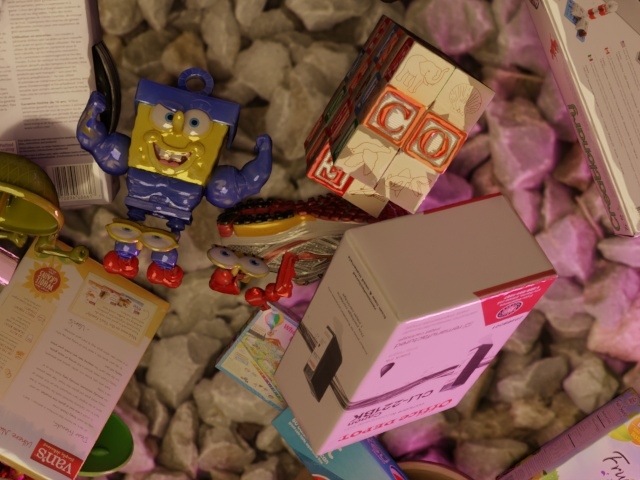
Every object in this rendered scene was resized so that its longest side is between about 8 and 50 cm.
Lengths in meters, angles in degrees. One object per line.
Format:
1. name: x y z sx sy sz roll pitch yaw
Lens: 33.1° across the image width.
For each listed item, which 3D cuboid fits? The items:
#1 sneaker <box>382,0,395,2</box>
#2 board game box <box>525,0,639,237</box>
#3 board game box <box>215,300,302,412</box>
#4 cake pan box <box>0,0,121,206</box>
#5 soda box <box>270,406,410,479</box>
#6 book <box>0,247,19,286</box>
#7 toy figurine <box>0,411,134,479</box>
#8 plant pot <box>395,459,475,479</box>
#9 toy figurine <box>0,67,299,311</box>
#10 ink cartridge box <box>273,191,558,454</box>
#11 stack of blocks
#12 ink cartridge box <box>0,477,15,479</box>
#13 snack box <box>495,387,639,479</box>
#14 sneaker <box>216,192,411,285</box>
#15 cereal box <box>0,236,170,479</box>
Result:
1. sneaker: 0.180 -0.307 1.117 0.267 0.101 0.106 -29 107 7
2. board game box: 0.338 -0.180 1.092 0.193 0.053 0.305 -23 96 -7
3. board game box: -0.033 0.151 1.283 0.154 0.026 0.103 37 103 -11
4. cake pan box: -0.354 -0.155 1.168 0.266 0.070 0.246 -5 108 1
5. soda box: 0.041 0.263 1.226 0.071 0.067 0.210 -42 77 10
6. book: -0.409 -0.002 1.153 0.096 0.144 0.035 9 70 35
7. toy figurine: -0.325 0.286 1.266 0.173 0.130 0.159 6 121 -35
8. plant pot: 0.120 0.377 1.290 0.237 0.110 0.237 -1 87 14
9. toy figurine: -0.180 -0.081 1.122 0.362 0.191 0.217 15 76 -1
10. ink cartridge box: 0.089 0.091 1.121 0.197 0.114 0.273 -14 150 -29
11. stack of blocks: 0.065 -0.117 1.066 0.087 0.297 0.171 30 102 -10
12. ink cartridge box: -0.505 0.373 1.246 0.384 0.091 0.308 12 131 -6
13. snack box: 0.349 0.310 1.314 0.207 0.070 0.174 -37 103 7
14. sneaker: 0.000 0.000 1.218 0.225 0.088 0.093 -3 113 8
15. cereal box: -0.298 0.133 1.193 0.173 0.047 0.240 32 65 -9
